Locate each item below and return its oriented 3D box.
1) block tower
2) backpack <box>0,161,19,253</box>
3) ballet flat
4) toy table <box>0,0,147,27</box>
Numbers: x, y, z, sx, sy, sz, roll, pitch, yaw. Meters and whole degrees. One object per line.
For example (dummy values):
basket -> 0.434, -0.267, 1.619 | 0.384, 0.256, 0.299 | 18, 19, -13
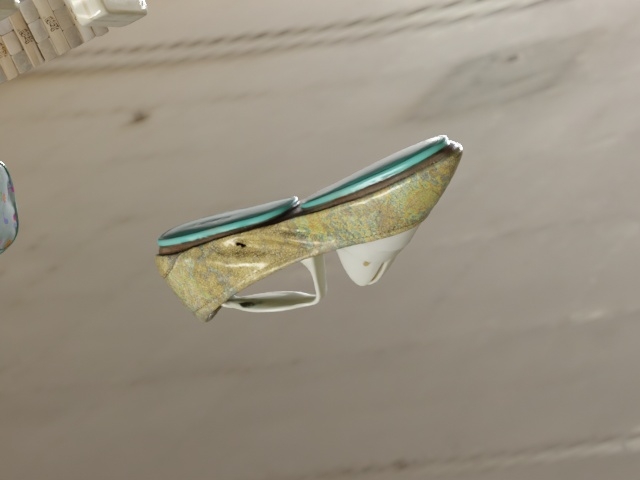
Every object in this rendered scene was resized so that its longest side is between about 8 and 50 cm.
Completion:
block tower -> -0.431, -0.227, 2.113 | 0.335, 0.091, 0.097 | -28, -142, -7
backpack -> -0.387, -0.024, 1.801 | 0.115, 0.152, 0.182 | 4, -169, 14
ballet flat -> 0.000, 0.000, 1.677 | 0.348, 0.123, 0.123 | -18, -165, 30
toy table -> -0.229, -0.235, 1.302 | 0.252, 0.161, 0.274 | -25, 174, 36
